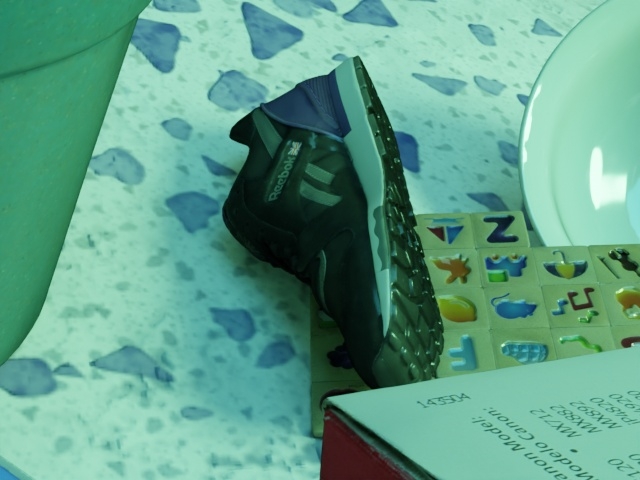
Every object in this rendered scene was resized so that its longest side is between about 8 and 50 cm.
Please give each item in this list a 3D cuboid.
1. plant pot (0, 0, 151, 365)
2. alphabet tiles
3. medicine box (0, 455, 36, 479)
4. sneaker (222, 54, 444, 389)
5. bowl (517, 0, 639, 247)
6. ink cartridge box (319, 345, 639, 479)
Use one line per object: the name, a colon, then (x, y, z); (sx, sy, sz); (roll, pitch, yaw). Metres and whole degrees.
plant pot: (-0.242, -0.103, 0.556); (0.341, 0.334, 0.341); (12, 40, -11)
alphabet tiles: (0.111, 0.047, 0.744); (0.237, 0.009, 0.198); (-2, 42, 0)
medicine box: (-0.262, 0.154, 0.346); (0.263, 0.149, 0.289); (39, 38, -11)
sneaker: (0.000, 0.000, 0.744); (0.124, 0.107, 0.283); (-20, 41, 11)
bowl: (0.307, -0.050, 0.853); (0.298, 0.298, 0.134); (41, 0, 22)
ink cartridge box: (0.075, 0.204, 0.360); (0.271, 0.310, 0.130); (-4, 19, -29)
